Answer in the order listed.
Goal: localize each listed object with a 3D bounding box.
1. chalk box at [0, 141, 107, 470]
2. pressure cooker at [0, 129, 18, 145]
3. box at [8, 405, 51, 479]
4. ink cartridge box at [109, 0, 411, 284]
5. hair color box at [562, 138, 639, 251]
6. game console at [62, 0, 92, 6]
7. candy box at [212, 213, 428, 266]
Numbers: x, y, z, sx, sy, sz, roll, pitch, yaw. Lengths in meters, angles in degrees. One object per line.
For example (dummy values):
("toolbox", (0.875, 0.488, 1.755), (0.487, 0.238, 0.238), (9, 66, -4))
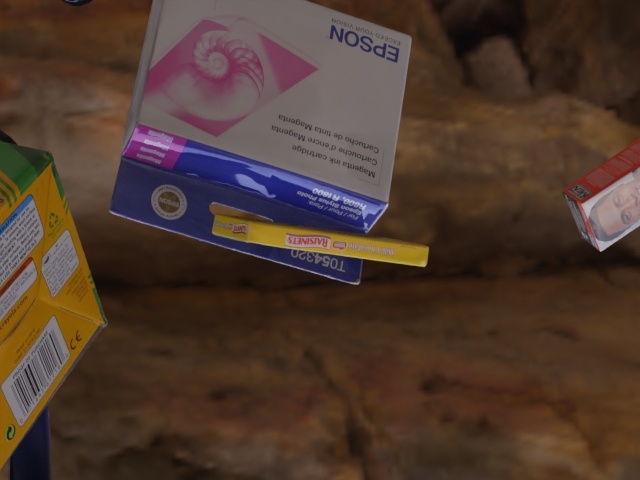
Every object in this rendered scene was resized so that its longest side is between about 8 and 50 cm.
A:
("chalk box", (-0.335, 0.028, 1.140), (0.289, 0.179, 0.180), (12, -134, 23))
("pressure cooker", (-0.531, -0.006, 1.650), (0.420, 0.375, 0.370), (-45, 164, -14))
("box", (-0.238, 0.190, 1.294), (0.036, 0.225, 0.136), (-2, 134, -10))
("ink cartridge box", (-0.064, -0.146, 1.900), (0.324, 0.330, 0.071), (16, 154, -17))
("hair color box", (0.335, -0.058, 1.689), (0.141, 0.072, 0.043), (-33, -146, -7))
("game console", (-0.352, -0.421, 1.758), (0.213, 0.361, 0.044), (-32, -174, 20))
("candy box", (0.000, 0.000, 1.659), (0.206, 0.027, 0.105), (8, -176, -24))
